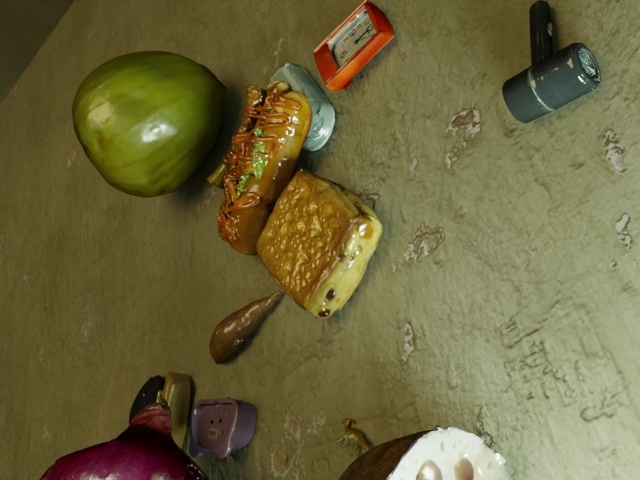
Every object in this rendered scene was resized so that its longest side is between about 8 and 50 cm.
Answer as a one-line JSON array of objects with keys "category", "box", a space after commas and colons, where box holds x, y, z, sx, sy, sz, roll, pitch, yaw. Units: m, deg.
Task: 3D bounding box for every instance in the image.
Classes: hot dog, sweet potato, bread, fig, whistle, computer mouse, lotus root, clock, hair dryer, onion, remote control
[{"category": "hot dog", "box": [-0.125, -0.141, 1.666, 0.158, 0.117, 0.349, 50, 126, 49]}, {"category": "sweet potato", "box": [-0.157, 0.163, 1.649, 0.226, 0.068, 0.068, -48, 41, 25]}, {"category": "bread", "box": [0.000, 0.000, 1.506, 0.235, 0.099, 0.211, 44, 111, 45]}, {"category": "fig", "box": [-0.380, -0.279, 1.948, 0.343, 0.343, 0.343, -26, 54, 43]}, {"category": "whistle", "box": [-0.201, -0.167, 1.897, 0.046, 0.057, 0.109, 34, 93, 8]}, {"category": "computer mouse", "box": [-0.365, 0.362, 1.821, 0.099, 0.057, 0.172, -24, 54, 40]}, {"category": "lotus root", "box": [0.107, 0.368, 1.088, 0.192, 0.272, 0.272, -21, 57, 55]}, {"category": "clock", "box": [-0.183, 0.350, 1.602, 0.152, 0.050, 0.110, -14, 62, 48]}, {"category": "clock", "box": [0.065, -0.364, 1.626, 0.155, 0.061, 0.113, -42, 44, 27]}, {"category": "hair dryer", "box": [0.332, -0.282, 1.254, 0.124, 0.071, 0.219, -27, 45, 40]}, {"category": "onion", "box": [-0.325, 0.446, 1.516, 0.347, 0.347, 0.385, -36, 35, 37]}, {"category": "remote control", "box": [-0.043, -0.271, 1.725, 0.104, 0.052, 0.247, -57, 39, 23]}]

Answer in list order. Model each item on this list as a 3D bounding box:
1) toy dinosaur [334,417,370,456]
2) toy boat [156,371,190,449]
[{"category": "toy dinosaur", "box": [0.051, 0.315, 1.341, 0.041, 0.026, 0.113, -46, 30, 2]}, {"category": "toy boat", "box": [-0.306, 0.367, 1.747, 0.077, 0.057, 0.201, -18, 60, 52]}]
